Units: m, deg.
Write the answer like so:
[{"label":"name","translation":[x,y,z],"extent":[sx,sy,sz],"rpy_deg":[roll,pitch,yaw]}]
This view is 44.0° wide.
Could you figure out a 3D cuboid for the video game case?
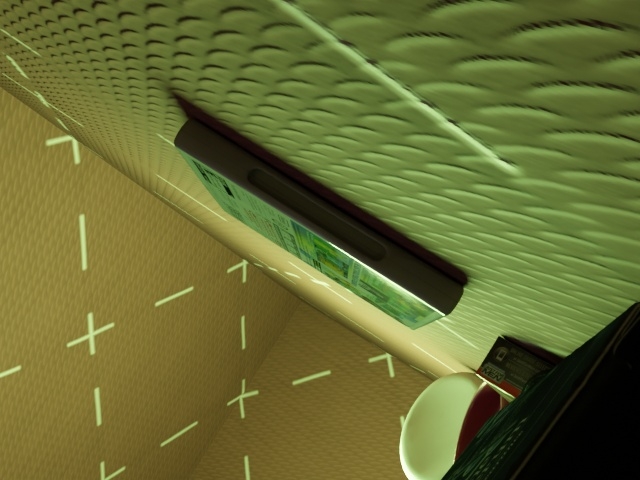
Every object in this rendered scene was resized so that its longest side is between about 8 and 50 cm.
[{"label":"video game case","translation":[0.000,0.000,0.872],"extent":[0.300,0.036,0.329],"rpy_deg":[32,173,6]}]

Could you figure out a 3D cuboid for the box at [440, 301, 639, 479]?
[{"label":"box","translation":[0.151,0.263,0.532],"extent":[0.212,0.293,0.395],"rpy_deg":[39,162,14]}]

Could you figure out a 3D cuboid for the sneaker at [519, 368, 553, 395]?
[{"label":"sneaker","translation":[0.295,0.207,0.707],"extent":[0.267,0.101,0.106],"rpy_deg":[30,171,21]}]

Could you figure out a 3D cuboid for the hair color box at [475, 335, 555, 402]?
[{"label":"hair color box","translation":[0.250,0.173,0.888],"extent":[0.093,0.053,0.167],"rpy_deg":[29,171,40]}]

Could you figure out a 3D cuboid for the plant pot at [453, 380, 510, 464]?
[{"label":"plant pot","translation":[0.311,0.318,1.163],"extent":[0.180,0.201,0.201],"rpy_deg":[16,174,-2]}]

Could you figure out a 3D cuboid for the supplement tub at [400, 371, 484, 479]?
[{"label":"supplement tub","translation":[0.341,0.425,1.515],"extent":[0.331,0.241,0.241],"rpy_deg":[36,173,-25]}]
